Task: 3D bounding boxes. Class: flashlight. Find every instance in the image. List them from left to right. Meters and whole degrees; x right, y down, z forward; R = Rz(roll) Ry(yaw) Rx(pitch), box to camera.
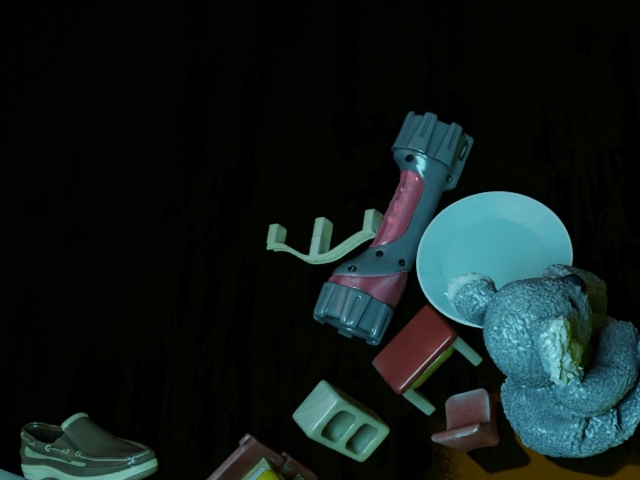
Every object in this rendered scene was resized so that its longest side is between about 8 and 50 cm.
[{"bbox_3d":[0.090,-0.021,1.523,0.103,0.103,0.304,13,75,37],"label":"flashlight"}]

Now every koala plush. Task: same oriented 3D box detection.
[{"bbox_3d":[0.244,0.114,1.239,0.203,0.221,0.196,-54,46,0],"label":"koala plush"}]

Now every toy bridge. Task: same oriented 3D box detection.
[{"bbox_3d":[0.000,0.000,1.634,0.188,0.026,0.063,-9,61,35],"label":"toy bridge"}]

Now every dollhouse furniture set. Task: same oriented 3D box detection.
[{"bbox_3d":[0.044,0.258,1.360,0.374,0.152,0.201,-47,46,6],"label":"dollhouse furniture set"}]

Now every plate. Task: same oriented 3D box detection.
[{"bbox_3d":[0.210,0.025,1.425,0.188,0.024,0.188,-7,60,11],"label":"plate"}]

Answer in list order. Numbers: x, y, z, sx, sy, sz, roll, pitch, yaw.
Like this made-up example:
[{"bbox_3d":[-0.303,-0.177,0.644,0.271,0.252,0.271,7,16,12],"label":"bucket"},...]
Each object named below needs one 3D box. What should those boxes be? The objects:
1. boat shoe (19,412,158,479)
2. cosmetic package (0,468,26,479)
[{"bbox_3d":[-0.339,0.293,1.663,0.257,0.095,0.095,-7,97,35],"label":"boat shoe"},{"bbox_3d":[-0.503,0.437,1.688,0.184,0.151,0.151,-47,45,6],"label":"cosmetic package"}]
